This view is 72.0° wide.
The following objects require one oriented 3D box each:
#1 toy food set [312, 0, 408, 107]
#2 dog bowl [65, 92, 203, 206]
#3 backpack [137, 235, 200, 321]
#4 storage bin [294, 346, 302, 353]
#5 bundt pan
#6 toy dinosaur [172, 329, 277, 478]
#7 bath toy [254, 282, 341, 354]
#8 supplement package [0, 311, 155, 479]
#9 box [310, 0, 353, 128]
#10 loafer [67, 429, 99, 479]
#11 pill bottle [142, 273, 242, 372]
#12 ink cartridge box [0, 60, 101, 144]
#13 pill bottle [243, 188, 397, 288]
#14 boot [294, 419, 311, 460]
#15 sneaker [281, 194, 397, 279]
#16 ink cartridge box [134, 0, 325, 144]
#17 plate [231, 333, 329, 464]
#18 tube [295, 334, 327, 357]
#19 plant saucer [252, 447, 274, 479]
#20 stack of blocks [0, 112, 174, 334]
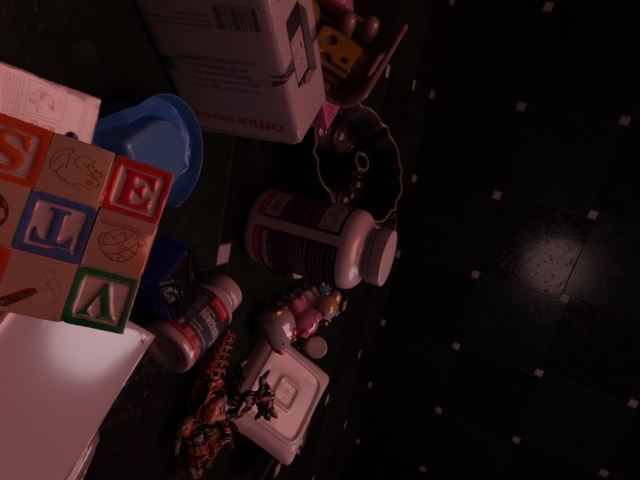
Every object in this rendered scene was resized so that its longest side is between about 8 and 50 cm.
[{"bbox_3d":[-0.013,-0.388,0.759,0.220,0.306,0.092,-63,-174,-27],"label":"toy food set"},{"bbox_3d":[-0.274,-0.081,0.577,0.166,0.074,0.297,85,27,-44],"label":"dog bowl"},{"bbox_3d":[-0.249,0.062,0.706,0.098,0.101,0.120,-57,158,-36],"label":"backpack"},{"bbox_3d":[-0.127,0.407,1.311,0.122,0.084,0.180,82,30,-48],"label":"storage bin"},{"bbox_3d":[0.066,-0.192,1.158,0.330,0.124,0.331,10,76,-41],"label":"bundt pan"},{"bbox_3d":[-0.216,0.362,0.965,0.218,0.164,0.322,-4,131,-52],"label":"toy dinosaur"},{"bbox_3d":[-0.052,0.218,1.260,0.348,0.151,0.129,-20,101,-63],"label":"bath toy"},{"bbox_3d":[-0.341,0.160,0.448,0.262,0.145,0.204,-64,158,-21],"label":"supplement package"},{"bbox_3d":[-0.011,-0.415,0.971,0.243,0.117,0.214,73,37,-55],"label":"box"},{"bbox_3d":[-0.393,0.373,0.551,0.319,0.112,0.111,-57,160,-23],"label":"loafer"},{"bbox_3d":[-0.228,0.142,0.814,0.180,0.108,0.108,-50,149,-50],"label":"pill bottle"},{"bbox_3d":[-0.316,-0.096,0.409,0.179,0.045,0.145,11,93,-51],"label":"ink cartridge box"},{"bbox_3d":[0.000,0.000,1.000,0.181,0.323,0.182,16,90,-70],"label":"pill bottle"},{"bbox_3d":[-0.072,0.616,1.431,0.246,0.083,0.161,115,1,-59],"label":"boot"},{"bbox_3d":[0.076,-0.044,1.268,0.169,0.257,0.447,85,29,-45],"label":"sneaker"},{"bbox_3d":[-0.123,-0.296,0.626,0.289,0.211,0.122,78,32,-54],"label":"ink cartridge box"},{"bbox_3d":[-0.106,0.418,1.202,0.277,0.045,0.278,47,52,-22],"label":"plate"},{"bbox_3d":[-0.036,0.325,1.347,0.240,0.062,0.070,140,-43,-73],"label":"tube"},{"bbox_3d":[-0.128,0.589,1.378,0.318,0.043,0.317,-60,175,-9],"label":"plant saucer"},{"bbox_3d":[-0.279,-0.015,0.312,0.087,0.297,0.171,4,-103,67],"label":"stack of blocks"}]
